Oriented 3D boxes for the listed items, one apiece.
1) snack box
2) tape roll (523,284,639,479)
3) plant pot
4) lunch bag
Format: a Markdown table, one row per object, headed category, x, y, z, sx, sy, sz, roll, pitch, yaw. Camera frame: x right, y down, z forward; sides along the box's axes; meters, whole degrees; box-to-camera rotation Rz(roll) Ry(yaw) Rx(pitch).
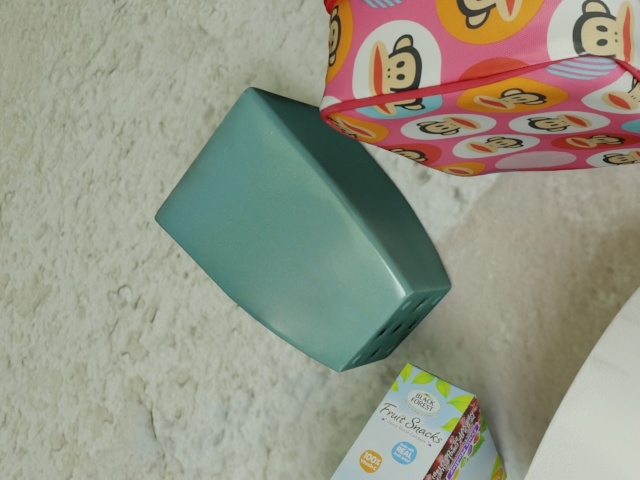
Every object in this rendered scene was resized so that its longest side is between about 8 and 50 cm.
| category | x | y | z | sx | sy | sz | roll | pitch | yaw |
| --- | --- | --- | --- | --- | --- | --- | --- | --- | --- |
| snack box | 0.061 | 0.229 | 0.611 | 0.070 | 0.174 | 0.207 | 24 | 66 | 35 |
| tape roll | 0.255 | 0.153 | 0.488 | 0.169 | 0.246 | 0.246 | 30 | 102 | 35 |
| plant pot | 0.000 | 0.000 | 0.744 | 0.234 | 0.165 | 0.166 | 47 | 111 | 21 |
| lunch bag | 0.169 | -0.120 | 0.546 | 0.258 | 0.293 | 0.120 | -1 | 85 | 38 |
